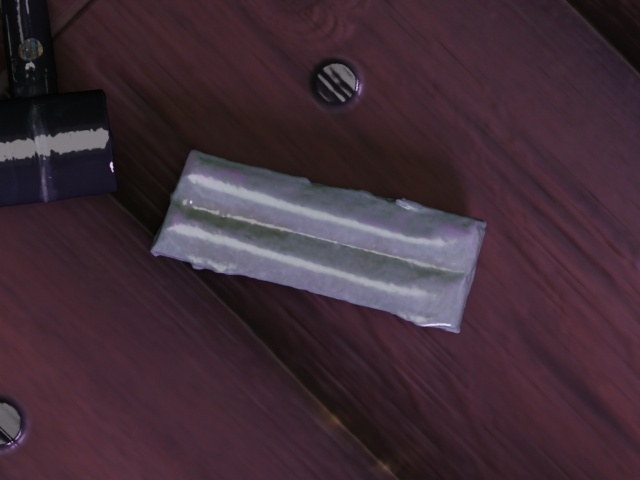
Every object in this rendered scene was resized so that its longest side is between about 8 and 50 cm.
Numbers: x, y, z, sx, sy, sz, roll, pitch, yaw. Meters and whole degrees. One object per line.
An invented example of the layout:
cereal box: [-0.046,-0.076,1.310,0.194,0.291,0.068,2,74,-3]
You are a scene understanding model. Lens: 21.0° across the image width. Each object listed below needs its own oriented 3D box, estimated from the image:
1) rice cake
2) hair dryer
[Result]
rice cake: [0.000,0.000,1.195,0.226,0.040,0.085,14,85,-6]
hair dryer: [-0.209,-0.131,1.169,0.124,0.071,0.219,-5,80,-8]
